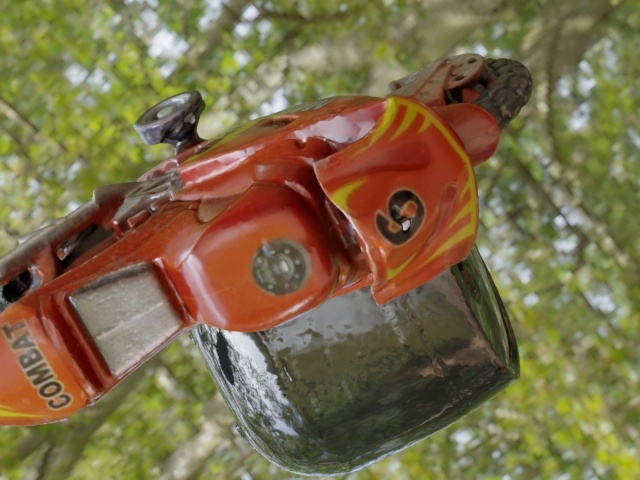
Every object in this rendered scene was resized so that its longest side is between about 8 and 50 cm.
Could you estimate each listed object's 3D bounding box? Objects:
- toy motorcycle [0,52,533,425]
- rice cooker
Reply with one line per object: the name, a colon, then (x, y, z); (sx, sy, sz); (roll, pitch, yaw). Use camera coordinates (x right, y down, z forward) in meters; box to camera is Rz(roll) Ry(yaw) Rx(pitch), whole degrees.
toy motorcycle: (-0.033, -0.010, 0.797); (0.171, 0.298, 0.089); (-100, -15, -61)
rice cooker: (0.022, 0.053, 1.348); (0.267, 0.224, 0.267); (58, -167, -22)
